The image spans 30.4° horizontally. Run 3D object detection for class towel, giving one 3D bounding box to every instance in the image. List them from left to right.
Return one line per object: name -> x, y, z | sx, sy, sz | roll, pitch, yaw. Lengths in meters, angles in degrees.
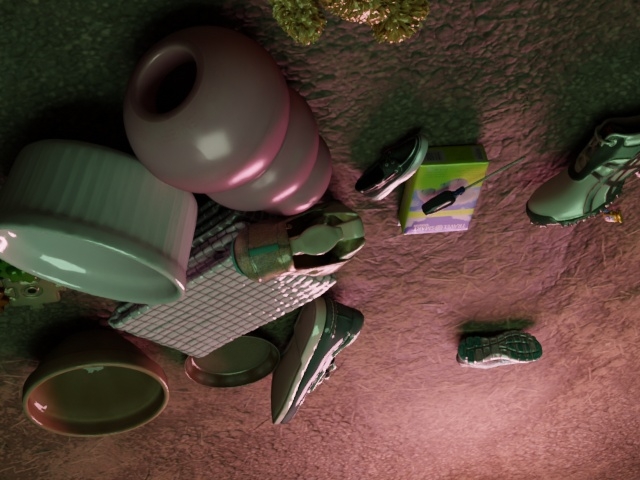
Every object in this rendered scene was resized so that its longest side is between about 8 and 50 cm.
towel -> -0.153, 0.053, 1.771 | 0.284, 0.121, 0.235 | -30, 148, 23

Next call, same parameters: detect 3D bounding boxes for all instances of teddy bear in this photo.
teddy bear -> 0.018, -0.328, 1.335 | 0.245, 0.113, 0.338 | -33, 138, 23

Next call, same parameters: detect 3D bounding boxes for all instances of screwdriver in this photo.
screwdriver -> 0.222, -0.085, 1.718 | 0.170, 0.024, 0.025 | -33, 108, 15

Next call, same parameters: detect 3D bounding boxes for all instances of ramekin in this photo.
ramekin -> -0.296, -0.024, 1.552 | 0.277, 0.135, 0.277 | 12, 163, 4

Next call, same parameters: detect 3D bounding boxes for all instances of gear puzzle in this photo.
gear puzzle -> -0.474, 0.069, 1.779 | 0.339, 0.044, 0.175 | -6, 143, -7

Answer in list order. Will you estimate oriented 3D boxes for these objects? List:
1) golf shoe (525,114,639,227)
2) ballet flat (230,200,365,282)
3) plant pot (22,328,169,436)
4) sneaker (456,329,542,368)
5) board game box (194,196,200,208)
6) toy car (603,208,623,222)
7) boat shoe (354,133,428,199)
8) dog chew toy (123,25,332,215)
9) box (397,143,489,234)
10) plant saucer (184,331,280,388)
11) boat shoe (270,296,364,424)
golf shoe -> 0.417, -0.119, 1.744 | 0.273, 0.105, 0.120 | -28, 125, 12
ballet flat -> 0.000, 0.000, 1.655 | 0.106, 0.107, 0.316 | -17, -177, 31
plant pot -> -0.373, 0.224, 1.955 | 0.237, 0.109, 0.237 | -6, 143, -5
sneaker -> 0.325, 0.206, 2.171 | 0.166, 0.065, 0.076 | 1, 158, -11
board game box -> -0.239, -0.048, 1.708 | 0.090, 0.020, 0.090 | -35, 138, 28
toy car -> 0.437, -0.049, 1.860 | 0.040, 0.060, 0.122 | 4, 147, 36
boat shoe -> 0.102, -0.106, 1.700 | 0.040, 0.049, 0.142 | 15, 138, -30
dog chew toy -> -0.099, -0.132, 1.501 | 0.207, 0.206, 0.332 | -27, 149, 19
box -> 0.181, -0.069, 1.774 | 0.109, 0.042, 0.178 | -4, 142, -10
plant saucer -> -0.156, 0.203, 2.053 | 0.168, 0.029, 0.168 | -8, 144, -6
boat shoe -> -0.013, 0.220, 2.042 | 0.099, 0.116, 0.319 | 7, 135, -17
